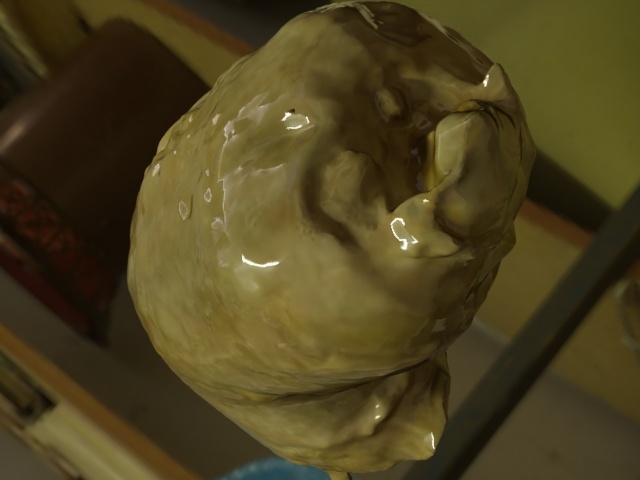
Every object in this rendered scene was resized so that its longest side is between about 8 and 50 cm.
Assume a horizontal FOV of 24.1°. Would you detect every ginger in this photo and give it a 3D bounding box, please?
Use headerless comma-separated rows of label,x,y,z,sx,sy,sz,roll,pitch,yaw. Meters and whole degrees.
ginger,0.000,0.000,0.573,0.152,0.138,0.267,25,155,3
